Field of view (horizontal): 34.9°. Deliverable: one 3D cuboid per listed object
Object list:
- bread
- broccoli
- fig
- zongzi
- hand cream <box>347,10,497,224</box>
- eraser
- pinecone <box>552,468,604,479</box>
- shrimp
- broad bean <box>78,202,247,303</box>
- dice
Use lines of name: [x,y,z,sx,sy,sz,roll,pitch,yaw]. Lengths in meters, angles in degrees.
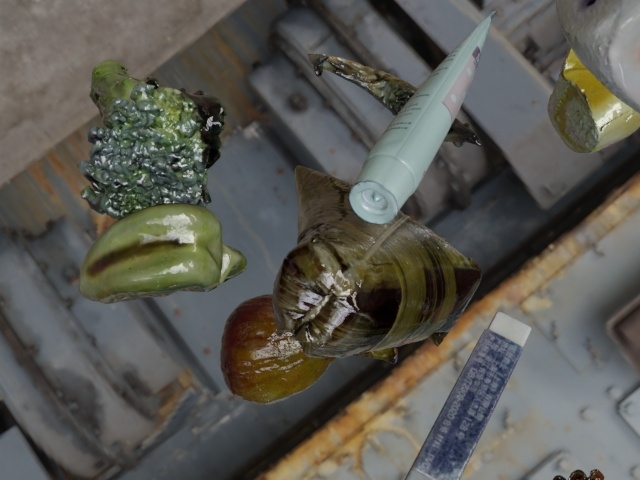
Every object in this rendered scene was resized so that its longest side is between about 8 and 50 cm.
bread: [0.458,-0.245,1.644,0.158,0.156,0.260,87,24,-66]
broccoli: [-0.208,-0.130,1.121,0.146,0.304,0.164,0,116,-22]
fig: [-0.023,0.186,1.723,0.290,0.190,0.190,2,154,-4]
zongzi: [0.000,0.000,1.112,0.286,0.288,0.134,0,130,-56]
hand cream: [0.111,-0.135,1.052,0.331,0.058,0.085,-59,175,-44]
eraser: [0.145,0.175,1.024,0.212,0.046,0.092,-55,168,-36]
pinecone: [0.368,0.378,1.383,0.140,0.140,0.121,-28,-174,-33]
shrimp: [0.083,-0.190,1.358,0.198,0.262,0.051,4,118,-48]
broad bean: [-0.141,0.025,0.921,0.153,0.072,0.206,-6,168,-8]
dice: [0.352,-0.229,0.962,0.193,0.192,0.194,-48,-155,36]
